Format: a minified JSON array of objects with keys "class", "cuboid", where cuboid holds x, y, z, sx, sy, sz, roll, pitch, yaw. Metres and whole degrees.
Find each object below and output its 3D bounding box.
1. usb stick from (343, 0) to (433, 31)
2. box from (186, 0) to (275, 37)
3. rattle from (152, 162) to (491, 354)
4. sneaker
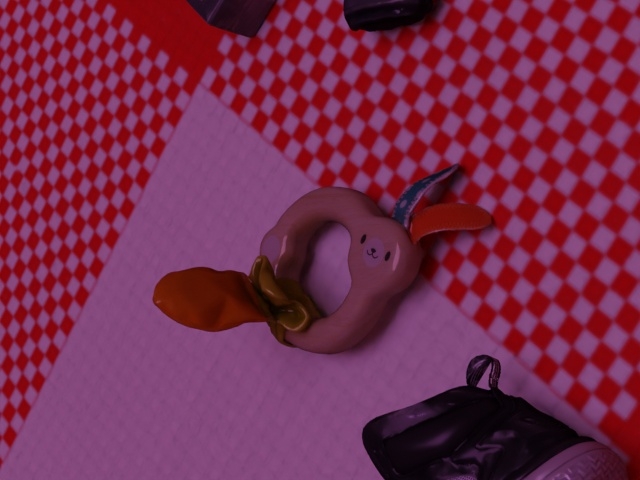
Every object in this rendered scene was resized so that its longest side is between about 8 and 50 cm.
[{"class":"usb stick","cuboid":[0.053,-0.293,1.108,0.077,0.045,0.278,-6,78,41]},{"class":"box","cuboid":[-0.087,-0.308,1.229,0.183,0.056,0.231,-55,52,20]},{"class":"rattle","cuboid":[0.000,0.000,1.048,0.199,0.142,0.130,-23,49,44]},{"class":"sneaker","cuboid":[0.074,0.205,0.971,0.268,0.101,0.153,-55,51,13]}]
